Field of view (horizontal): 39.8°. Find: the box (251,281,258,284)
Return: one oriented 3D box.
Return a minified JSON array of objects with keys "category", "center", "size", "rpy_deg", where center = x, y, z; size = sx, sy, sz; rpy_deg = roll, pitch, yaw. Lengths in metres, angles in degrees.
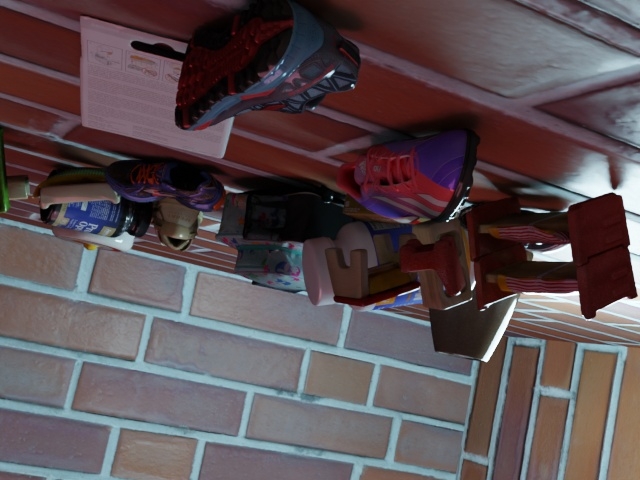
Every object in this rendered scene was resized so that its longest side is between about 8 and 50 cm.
[{"category":"box","center":[-0.076,0.032,1.973],"size":[0.108,0.153,0.207],"rpy_deg":[13,172,-11]}]

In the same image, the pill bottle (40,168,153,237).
[{"category":"pill bottle","center":[-0.481,-0.074,1.912],"size":[0.219,0.123,0.122],"rpy_deg":[14,172,-31]}]

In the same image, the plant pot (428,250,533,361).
[{"category":"plant pot","center":[0.306,0.123,1.791],"size":[0.215,0.231,0.215],"rpy_deg":[11,172,2]}]

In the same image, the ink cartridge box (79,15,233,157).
[{"category":"ink cartridge box","center":[-0.187,-0.191,1.052],"size":[0.189,0.066,0.232],"rpy_deg":[13,151,-8]}]

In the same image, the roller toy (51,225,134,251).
[{"category":"roller toy","center":[-0.527,-0.049,2.072],"size":[0.209,0.146,0.191],"rpy_deg":[9,171,18]}]

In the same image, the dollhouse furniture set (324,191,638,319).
[{"category":"dollhouse furniture set","center":[0.220,0.045,1.174],"size":[0.374,0.152,0.201],"rpy_deg":[-16,-171,-34]}]

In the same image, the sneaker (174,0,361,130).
[{"category":"sneaker","center":[-0.057,-0.153,0.876],"size":[0.125,0.104,0.261],"rpy_deg":[14,172,-31]}]

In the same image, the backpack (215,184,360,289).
[{"category":"backpack","center":[-0.065,-0.007,1.635],"size":[0.253,0.191,0.225],"rpy_deg":[11,174,43]}]

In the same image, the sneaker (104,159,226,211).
[{"category":"sneaker","center":[-0.281,-0.114,1.589],"size":[0.221,0.083,0.087],"rpy_deg":[7,157,4]}]

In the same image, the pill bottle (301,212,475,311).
[{"category":"pill bottle","center":[0.113,0.038,1.490],"size":[0.271,0.152,0.152],"rpy_deg":[-8,177,-15]}]

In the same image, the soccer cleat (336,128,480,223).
[{"category":"soccer cleat","center":[0.106,-0.083,1.128],"size":[0.116,0.109,0.318],"rpy_deg":[16,174,-10]}]

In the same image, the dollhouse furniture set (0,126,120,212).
[{"category":"dollhouse furniture set","center":[-0.526,-0.151,1.676],"size":[0.301,0.151,0.197],"rpy_deg":[-5,-165,-8]}]

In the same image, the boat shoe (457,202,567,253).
[{"category":"boat shoe","center":[0.305,-0.020,1.394],"size":[0.083,0.065,0.183],"rpy_deg":[17,171,-40]}]

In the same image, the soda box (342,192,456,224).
[{"category":"soda box","center":[0.126,-0.060,1.385],"size":[0.181,0.061,0.058],"rpy_deg":[5,169,40]}]

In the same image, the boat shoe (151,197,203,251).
[{"category":"boat shoe","center":[-0.339,-0.034,2.032],"size":[0.121,0.110,0.341],"rpy_deg":[12,172,-6]}]
